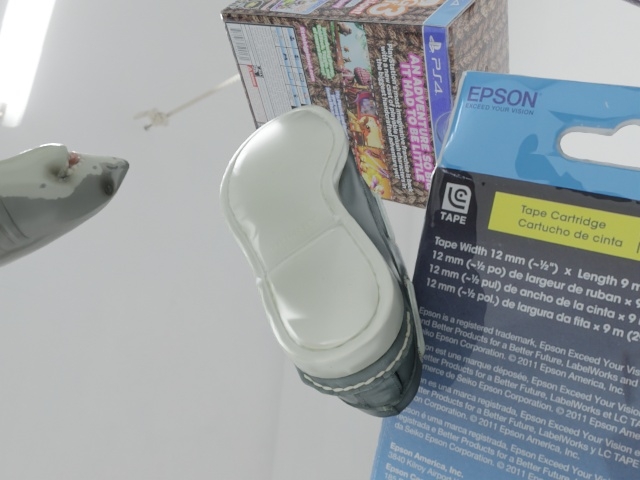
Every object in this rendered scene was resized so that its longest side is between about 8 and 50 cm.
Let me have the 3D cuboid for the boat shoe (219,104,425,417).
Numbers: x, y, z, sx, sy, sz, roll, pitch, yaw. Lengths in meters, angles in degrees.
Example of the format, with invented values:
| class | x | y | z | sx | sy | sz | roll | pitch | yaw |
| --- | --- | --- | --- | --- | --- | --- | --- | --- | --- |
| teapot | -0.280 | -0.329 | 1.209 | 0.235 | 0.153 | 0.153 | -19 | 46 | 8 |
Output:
| class | x | y | z | sx | sy | sz | roll | pitch | yaw |
| --- | --- | --- | --- | --- | --- | --- | --- | --- | --- |
| boat shoe | 0.000 | 0.000 | 0.517 | 0.099 | 0.116 | 0.319 | 55 | -171 | -37 |

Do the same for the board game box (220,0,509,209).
| class | x | y | z | sx | sy | sz | roll | pitch | yaw |
| --- | --- | --- | --- | --- | --- | --- | --- | --- | --- |
| board game box | 0.061 | -0.184 | 0.786 | 0.141 | 0.291 | 0.232 | -49 | -40 | -34 |

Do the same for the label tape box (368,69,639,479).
| class | x | y | z | sx | sy | sz | roll | pitch | yaw |
| --- | --- | --- | --- | --- | --- | --- | --- | --- | --- |
| label tape box | 0.190 | 0.075 | 0.467 | 0.115 | 0.249 | 0.347 | 4 | -82 | -62 |

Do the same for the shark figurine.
| class | x | y | z | sx | sy | sz | roll | pitch | yaw |
| --- | --- | --- | --- | --- | --- | --- | --- | --- | --- |
| shark figurine | -0.257 | 0.010 | 0.341 | 0.166 | 0.278 | 0.116 | -79 | -9 | -58 |

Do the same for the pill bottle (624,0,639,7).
| class | x | y | z | sx | sy | sz | roll | pitch | yaw |
| --- | --- | --- | --- | --- | --- | --- | --- | --- | --- |
| pill bottle | 0.297 | -0.251 | 0.561 | 0.108 | 0.193 | 0.108 | -26 | -40 | -25 |
